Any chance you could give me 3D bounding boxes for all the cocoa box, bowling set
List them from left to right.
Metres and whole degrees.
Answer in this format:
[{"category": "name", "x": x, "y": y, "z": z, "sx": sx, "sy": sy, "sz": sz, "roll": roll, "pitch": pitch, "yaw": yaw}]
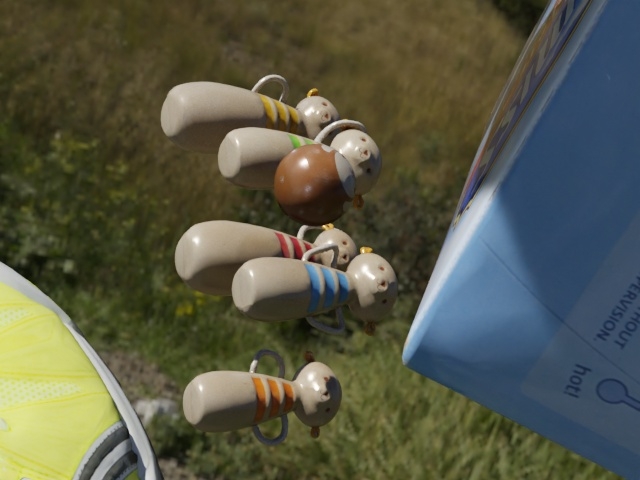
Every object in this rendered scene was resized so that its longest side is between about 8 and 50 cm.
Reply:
[{"category": "bowling set", "x": 0.000, "y": 0.000, "z": 0.890, "sx": 0.154, "sy": 0.287, "sz": 0.200, "roll": 1, "pitch": -9, "yaw": -33}, {"category": "cocoa box", "x": 0.210, "y": -0.090, "z": 0.361, "sx": 0.231, "sy": 0.347, "sz": 0.228, "roll": 28, "pitch": 33, "yaw": 2}]

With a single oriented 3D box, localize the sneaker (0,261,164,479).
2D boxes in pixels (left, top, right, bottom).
[{"category": "sneaker", "x": -0.132, "y": 0.156, "z": 0.473, "sx": 0.145, "sy": 0.147, "sz": 0.384, "roll": -19, "pitch": 60, "yaw": 2}]
